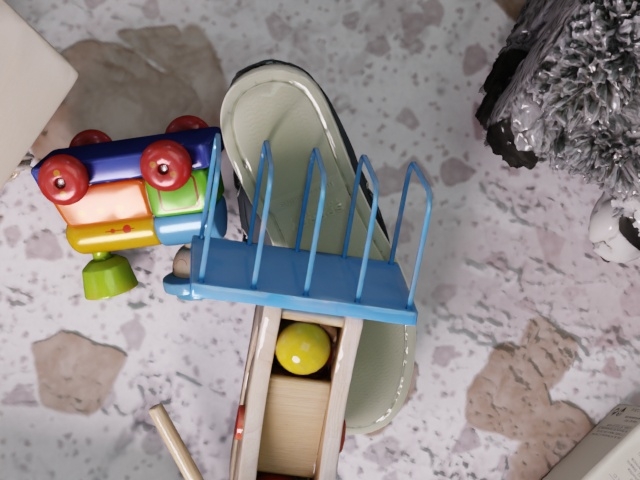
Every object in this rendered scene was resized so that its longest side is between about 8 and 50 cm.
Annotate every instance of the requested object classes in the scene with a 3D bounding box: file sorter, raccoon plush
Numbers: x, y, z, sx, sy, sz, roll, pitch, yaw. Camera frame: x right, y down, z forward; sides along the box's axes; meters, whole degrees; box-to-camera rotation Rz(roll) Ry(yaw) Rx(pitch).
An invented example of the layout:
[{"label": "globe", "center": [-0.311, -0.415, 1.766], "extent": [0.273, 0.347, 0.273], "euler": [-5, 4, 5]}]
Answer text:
[{"label": "file sorter", "center": [-0.009, -0.013, 1.107], "extent": [0.170, 0.118, 0.105], "euler": [7, 106, -7]}, {"label": "raccoon plush", "center": [0.334, -0.135, 1.188], "extent": [0.299, 0.446, 0.216], "euler": [29, 53, -8]}]

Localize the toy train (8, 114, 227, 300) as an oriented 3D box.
[{"label": "toy train", "center": [-0.196, -0.014, 1.219], "extent": [0.248, 0.105, 0.143], "euler": [-8, 107, 10]}]

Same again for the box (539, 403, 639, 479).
[{"label": "box", "center": [0.221, 0.275, 1.281], "extent": [0.275, 0.094, 0.113], "euler": [-40, 95, -11]}]

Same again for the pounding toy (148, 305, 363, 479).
[{"label": "pounding toy", "center": [-0.062, 0.163, 1.151], "extent": [0.154, 0.154, 0.270], "euler": [8, 109, -6]}]

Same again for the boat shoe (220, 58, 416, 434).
[{"label": "boat shoe", "center": [-0.004, 0.001, 1.236], "extent": [0.127, 0.113, 0.340], "euler": [-20, 112, 6]}]

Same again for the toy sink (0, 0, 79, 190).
[{"label": "toy sink", "center": [-0.333, -0.095, 1.136], "extent": [0.234, 0.131, 0.153], "euler": [-58, 143, -10]}]
